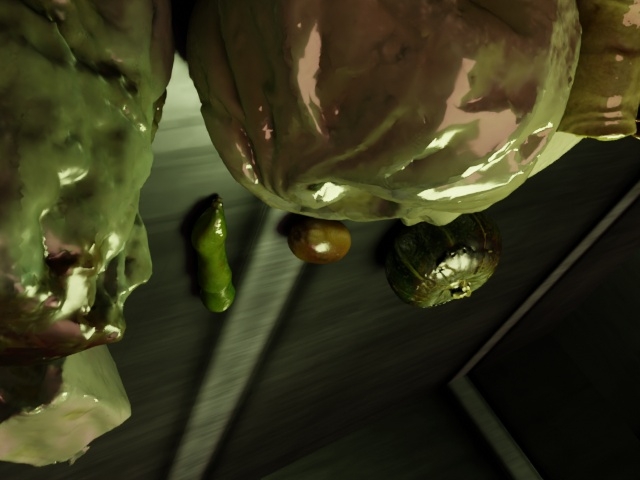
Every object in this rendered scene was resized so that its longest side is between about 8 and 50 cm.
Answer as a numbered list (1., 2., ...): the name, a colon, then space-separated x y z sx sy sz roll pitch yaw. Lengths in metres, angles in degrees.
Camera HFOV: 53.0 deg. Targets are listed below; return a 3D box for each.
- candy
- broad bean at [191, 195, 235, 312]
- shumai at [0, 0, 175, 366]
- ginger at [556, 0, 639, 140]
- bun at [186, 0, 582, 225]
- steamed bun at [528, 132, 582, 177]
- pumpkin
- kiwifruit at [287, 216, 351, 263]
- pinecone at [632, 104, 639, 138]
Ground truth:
1. candy: -0.328 0.162 0.752 0.137 0.185 0.195 -28 154 -4
2. broad bean: -0.150 0.035 0.901 0.256 0.052 0.053 98 11 -53
3. shumai: -0.196 -0.060 0.442 0.304 0.264 0.309 -36 154 7
4. ginger: 0.260 -0.216 0.582 0.109 0.116 0.263 -23 122 -40
5. bun: 0.048 -0.122 0.555 0.359 0.211 0.360 2 160 1
6. steamed bun: 0.253 -0.215 0.794 0.282 0.177 0.283 -32 156 -16
7. pumpkin: 0.238 0.035 1.221 0.237 0.159 0.238 -29 158 -13
8. kiwifruit: 0.000 0.000 0.987 0.075 0.075 0.124 -45 156 20
9. pinecone: 0.562 -0.262 1.068 0.207 0.208 0.208 -27 153 -15
